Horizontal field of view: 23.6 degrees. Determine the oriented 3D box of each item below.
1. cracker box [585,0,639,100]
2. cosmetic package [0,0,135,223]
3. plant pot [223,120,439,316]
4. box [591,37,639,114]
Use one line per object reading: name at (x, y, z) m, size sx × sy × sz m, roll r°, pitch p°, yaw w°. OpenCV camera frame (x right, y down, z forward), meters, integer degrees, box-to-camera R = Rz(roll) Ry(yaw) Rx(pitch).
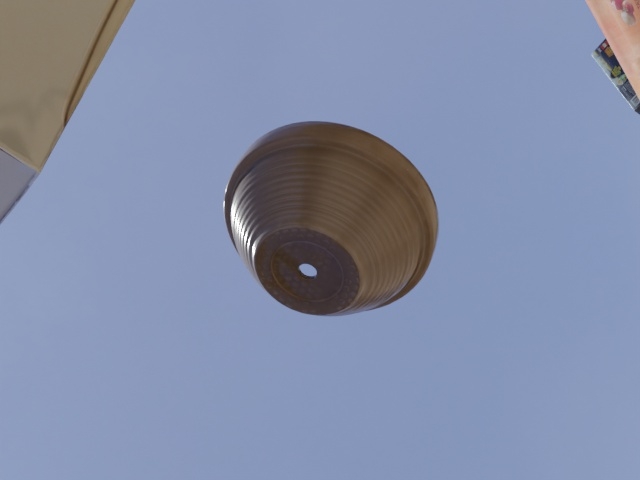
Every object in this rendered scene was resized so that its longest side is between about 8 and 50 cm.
cracker box at (0.302, -0.156, 1.002) m, size 0.232 × 0.067 × 0.155 m, roll -34°, pitch -82°, yaw -22°
cosmetic package at (-0.217, -0.158, 1.123) m, size 0.113 × 0.160 × 0.309 m, roll 32°, pitch -125°, yaw -16°
plant pot at (0.000, 0.000, 1.620) m, size 0.109 × 0.237 × 0.237 m, roll -65°, pitch -35°, yaw -50°
box at (0.344, -0.152, 1.599) m, size 0.094 × 0.027 × 0.137 m, roll 32°, pitch -159°, yaw -28°
